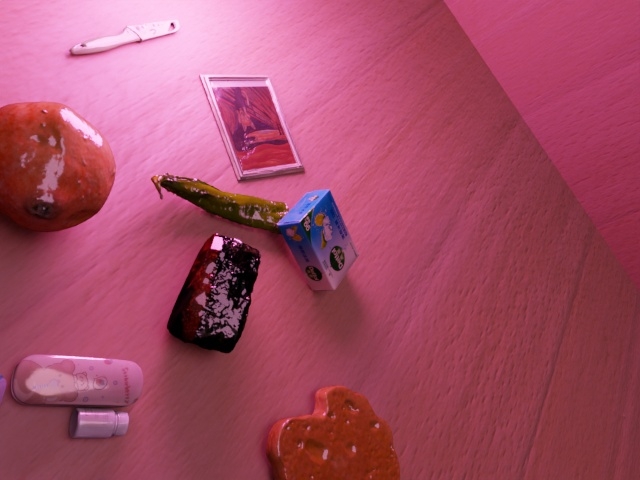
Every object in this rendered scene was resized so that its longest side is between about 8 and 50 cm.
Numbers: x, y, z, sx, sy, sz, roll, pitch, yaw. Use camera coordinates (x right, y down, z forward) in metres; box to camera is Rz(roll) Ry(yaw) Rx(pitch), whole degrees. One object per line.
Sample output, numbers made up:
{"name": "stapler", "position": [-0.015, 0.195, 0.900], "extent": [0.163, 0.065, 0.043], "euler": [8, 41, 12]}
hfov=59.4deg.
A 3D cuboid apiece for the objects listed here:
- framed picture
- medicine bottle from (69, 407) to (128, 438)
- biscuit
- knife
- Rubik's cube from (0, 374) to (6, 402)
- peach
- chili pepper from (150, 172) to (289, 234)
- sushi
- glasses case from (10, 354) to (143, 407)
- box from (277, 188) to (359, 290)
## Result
{"name": "framed picture", "position": [-0.158, -0.283, 1.363], "extent": [0.216, 0.016, 0.273], "euler": [-17, 83, -44]}
{"name": "medicine bottle", "position": [-0.361, 0.298, 0.917], "extent": [0.083, 0.047, 0.047], "euler": [15, 63, -37]}
{"name": "biscuit", "position": [0.039, 0.474, 1.182], "extent": [0.351, 0.057, 0.312], "euler": [52, 47, -13]}
{"name": "knife", "position": [-0.413, -0.441, 1.208], "extent": [0.293, 0.020, 0.043], "euler": [-36, 95, -44]}
{"name": "Rubik's cube", "position": [-0.557, 0.277, 0.699], "extent": [0.255, 0.254, 0.254], "euler": [17, 61, -35]}
{"name": "peach", "position": [-0.442, -0.114, 0.909], "extent": [0.233, 0.233, 0.232], "euler": [17, 61, -35]}
{"name": "chili pepper", "position": [-0.206, -0.078, 1.192], "extent": [0.359, 0.076, 0.084], "euler": [13, 60, -44]}
{"name": "sushi", "position": [-0.197, 0.103, 1.083], "extent": [0.126, 0.136, 0.225], "euler": [28, 60, -19]}
{"name": "glasses case", "position": [-0.391, 0.231, 0.916], "extent": [0.204, 0.051, 0.081], "euler": [12, 62, -37]}
{"name": "box", "position": [-0.001, 0.000, 1.302], "extent": [0.139, 0.073, 0.194], "euler": [-51, 126, -42]}
